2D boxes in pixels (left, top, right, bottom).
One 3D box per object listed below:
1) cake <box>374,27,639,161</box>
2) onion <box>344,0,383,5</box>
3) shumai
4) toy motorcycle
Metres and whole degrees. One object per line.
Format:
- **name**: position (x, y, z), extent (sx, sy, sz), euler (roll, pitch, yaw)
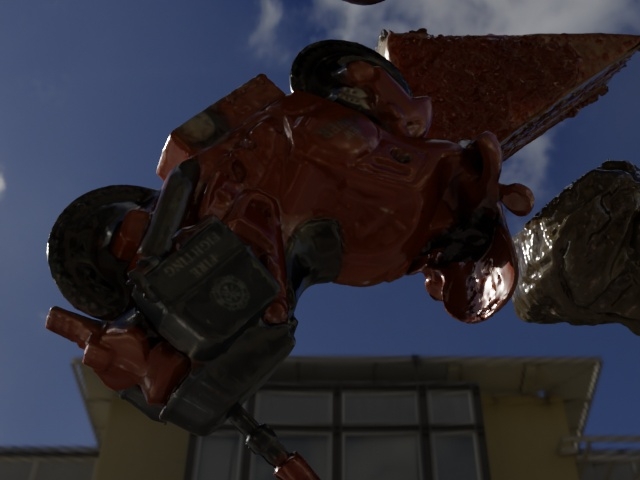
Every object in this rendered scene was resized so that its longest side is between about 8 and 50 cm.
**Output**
- **cake**: position (0.184, -0.112, 0.939), extent (0.262, 0.159, 0.158), euler (-1, -14, -2)
- **onion**: position (0.032, -0.225, 0.674), extent (0.104, 0.115, 0.115), euler (3, -35, 47)
- **shumai**: position (0.279, 0.037, 0.910), extent (0.185, 0.184, 0.218), euler (50, -24, 11)
- **toy motorcycle**: position (0.000, 0.000, 0.592), extent (0.221, 0.326, 0.148), euler (43, -38, 8)
